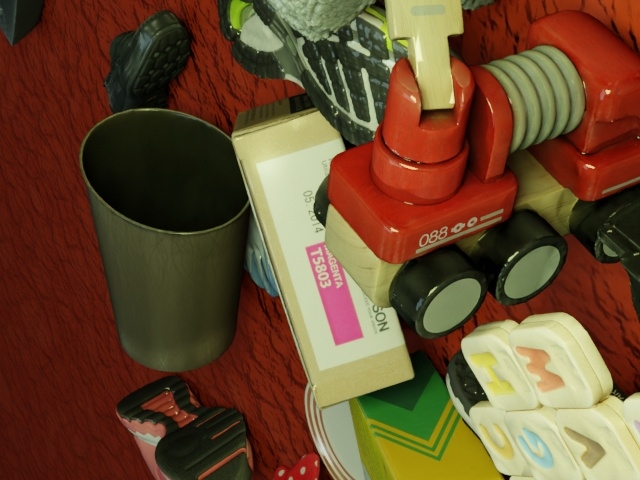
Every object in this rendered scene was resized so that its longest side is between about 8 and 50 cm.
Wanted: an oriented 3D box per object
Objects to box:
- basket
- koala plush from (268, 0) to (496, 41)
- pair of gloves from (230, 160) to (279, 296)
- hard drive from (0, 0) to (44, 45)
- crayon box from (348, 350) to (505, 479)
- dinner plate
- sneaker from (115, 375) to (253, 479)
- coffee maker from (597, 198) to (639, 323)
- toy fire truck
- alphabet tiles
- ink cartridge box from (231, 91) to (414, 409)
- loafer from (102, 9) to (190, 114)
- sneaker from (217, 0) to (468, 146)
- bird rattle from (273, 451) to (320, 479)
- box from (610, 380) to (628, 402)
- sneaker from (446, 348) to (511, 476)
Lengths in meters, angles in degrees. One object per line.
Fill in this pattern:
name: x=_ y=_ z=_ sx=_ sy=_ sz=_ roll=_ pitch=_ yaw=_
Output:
basket: x=-0.152 y=0.011 z=1.586 sx=0.204 sy=0.154 sz=0.227 roll=44 pitch=147 yaw=35
koala plush: x=0.031 y=-0.280 z=1.006 sx=0.221 sy=0.196 sz=0.203 roll=56 pitch=141 yaw=28
pair of gloves: x=-0.091 y=-0.020 z=1.635 sx=0.198 sy=0.023 sz=0.159 roll=9 pitch=115 yaw=61
hard drive: x=-0.390 y=-0.382 z=1.918 sx=0.172 sy=0.054 sz=0.255 roll=57 pitch=153 yaw=24
crayon box: x=0.102 y=0.243 z=1.259 sx=0.318 sy=0.081 sz=0.202 roll=-118 pitch=15 yaw=-70
dinner plate: x=0.027 y=0.200 z=1.572 sx=0.141 sy=0.017 sz=0.141 roll=46 pitch=148 yaw=41
sneaker: x=-0.144 y=0.271 z=1.900 sx=0.314 sy=0.116 sz=0.136 roll=32 pitch=147 yaw=63
coffee maker: x=0.237 y=0.074 z=0.873 sx=0.171 sy=0.120 sz=0.178 roll=-74 pitch=-35 yaw=-59
toy fire truck: x=0.105 y=-0.099 z=0.939 sx=0.158 sy=0.217 sz=0.246 roll=51 pitch=149 yaw=35
alphabet tiles: x=0.187 y=0.174 z=0.969 sx=0.284 sy=0.021 sz=0.278 roll=59 pitch=160 yaw=-5
ink cartridge box: x=0.000 y=0.000 z=1.304 sx=0.193 sy=0.088 sz=0.235 roll=-107 pitch=0 yaw=-80
loafer: x=-0.192 y=-0.188 z=1.641 sx=0.078 sy=0.076 sz=0.223 roll=57 pitch=157 yaw=8
sneaker: x=0.034 y=-0.158 z=1.146 sx=0.300 sy=0.121 sz=0.111 roll=40 pitch=147 yaw=49
bird rattle: x=-0.003 y=0.355 z=1.681 sx=0.207 sy=0.143 sz=0.253 roll=42 pitch=138 yaw=17
box: x=0.214 y=0.147 z=1.147 sx=0.067 sy=0.018 sz=0.083 roll=50 pitch=149 yaw=36
sneaker: x=0.167 y=0.173 z=1.138 sx=0.235 sy=0.084 sz=0.097 roll=50 pitch=151 yaw=35
